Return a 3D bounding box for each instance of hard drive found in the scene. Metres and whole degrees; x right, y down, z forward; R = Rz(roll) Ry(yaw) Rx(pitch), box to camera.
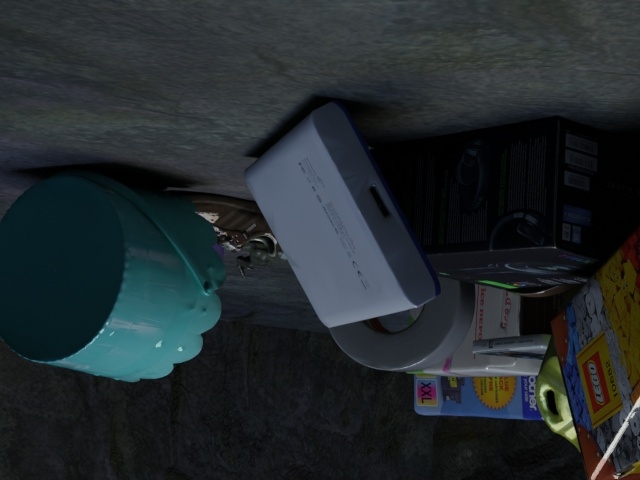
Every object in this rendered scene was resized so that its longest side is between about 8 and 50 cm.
[{"bbox_3d":[0.013,-0.016,1.400,0.040,0.210,0.319,-29,-179,-16],"label":"hard drive"}]

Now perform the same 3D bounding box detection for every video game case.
[{"bbox_3d":[0.338,0.153,1.864,0.190,0.022,0.173,7,170,-25],"label":"video game case"}]

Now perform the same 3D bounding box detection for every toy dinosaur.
[{"bbox_3d":[-0.092,0.021,2.190,0.268,0.064,0.118,5,165,5],"label":"toy dinosaur"}]

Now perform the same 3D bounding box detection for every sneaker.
[{"bbox_3d":[-0.130,-0.021,1.848,0.188,0.071,0.066,7,171,-26],"label":"sneaker"}]

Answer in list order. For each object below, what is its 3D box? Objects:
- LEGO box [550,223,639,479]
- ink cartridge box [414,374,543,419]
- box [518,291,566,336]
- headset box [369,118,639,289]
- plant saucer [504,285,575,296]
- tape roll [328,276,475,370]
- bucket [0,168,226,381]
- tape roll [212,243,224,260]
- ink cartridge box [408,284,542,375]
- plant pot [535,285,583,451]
[{"bbox_3d":[0.529,0.080,1.288,0.500,0.193,0.372,-6,160,-10],"label":"LEGO box"},{"bbox_3d":[0.354,0.190,2.423,0.151,0.270,0.395,3,174,-40],"label":"ink cartridge box"},{"bbox_3d":[0.402,0.065,1.890,0.203,0.167,0.168,0,170,25],"label":"box"},{"bbox_3d":[0.216,-0.029,1.438,0.246,0.131,0.283,12,169,-42],"label":"headset box"},{"bbox_3d":[0.289,0.011,1.613,0.168,0.168,0.029,-5,132,46],"label":"plant saucer"},{"bbox_3d":[0.117,0.085,1.966,0.219,0.219,0.072,-1,171,27],"label":"tape roll"},{"bbox_3d":[-0.285,0.046,1.721,0.281,0.281,0.183,-2,170,32],"label":"bucket"},{"bbox_3d":[-0.235,-0.008,1.957,0.189,0.080,0.189,4,171,1],"label":"tape roll"},{"bbox_3d":[0.276,0.120,2.183,0.119,0.207,0.353,8,171,-23],"label":"ink cartridge box"},{"bbox_3d":[0.387,0.128,1.607,0.276,0.276,0.254,-3,-146,36],"label":"plant pot"}]
